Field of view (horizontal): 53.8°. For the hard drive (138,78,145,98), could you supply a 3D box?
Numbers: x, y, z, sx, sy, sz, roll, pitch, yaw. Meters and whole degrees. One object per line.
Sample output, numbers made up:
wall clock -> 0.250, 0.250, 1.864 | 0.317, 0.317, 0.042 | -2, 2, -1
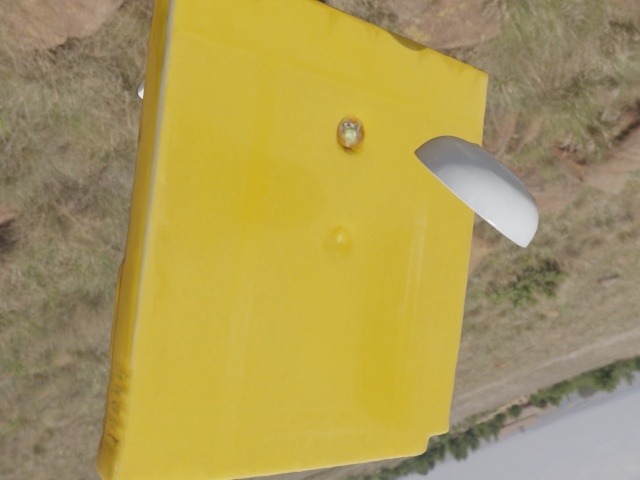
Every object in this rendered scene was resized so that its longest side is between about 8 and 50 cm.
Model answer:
hard drive -> -0.158, -0.355, 1.027 | 0.307, 0.203, 0.040 | -33, 118, 19

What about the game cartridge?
game cartridge -> 0.000, 0.000, 0.460 | 0.285, 0.324, 0.052 | 8, 179, -36

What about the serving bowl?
serving bowl -> 0.094, -0.033, 0.359 | 0.027, 0.083, 0.083 | -49, 151, 16
